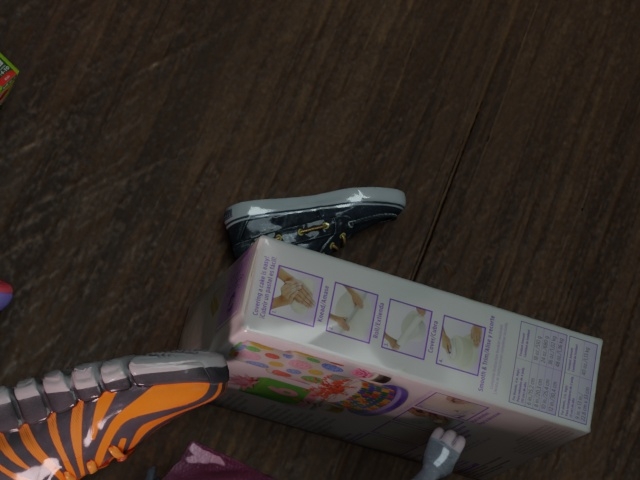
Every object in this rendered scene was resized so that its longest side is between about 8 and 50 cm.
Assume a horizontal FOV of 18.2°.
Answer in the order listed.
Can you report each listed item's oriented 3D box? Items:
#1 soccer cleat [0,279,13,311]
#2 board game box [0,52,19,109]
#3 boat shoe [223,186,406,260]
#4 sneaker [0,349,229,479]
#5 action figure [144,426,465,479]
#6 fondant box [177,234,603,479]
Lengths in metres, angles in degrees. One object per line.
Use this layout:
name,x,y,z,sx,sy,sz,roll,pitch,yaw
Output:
soccer cleat,-0.397,0.065,1.764,0.248,0.083,0.095,0,97,-23
board game box,-0.358,-0.096,1.814,0.043,0.092,0.181,44,64,-1
boat shoe,0.000,0.000,1.931,0.183,0.065,0.083,-7,78,-16
sneaker,-0.215,0.203,1.720,0.321,0.124,0.180,-16,85,13
action figure,0.002,0.290,1.701,0.370,0.276,0.248,10,99,14
fondant box,0.056,0.114,1.812,0.330,0.238,0.096,16,68,-14
